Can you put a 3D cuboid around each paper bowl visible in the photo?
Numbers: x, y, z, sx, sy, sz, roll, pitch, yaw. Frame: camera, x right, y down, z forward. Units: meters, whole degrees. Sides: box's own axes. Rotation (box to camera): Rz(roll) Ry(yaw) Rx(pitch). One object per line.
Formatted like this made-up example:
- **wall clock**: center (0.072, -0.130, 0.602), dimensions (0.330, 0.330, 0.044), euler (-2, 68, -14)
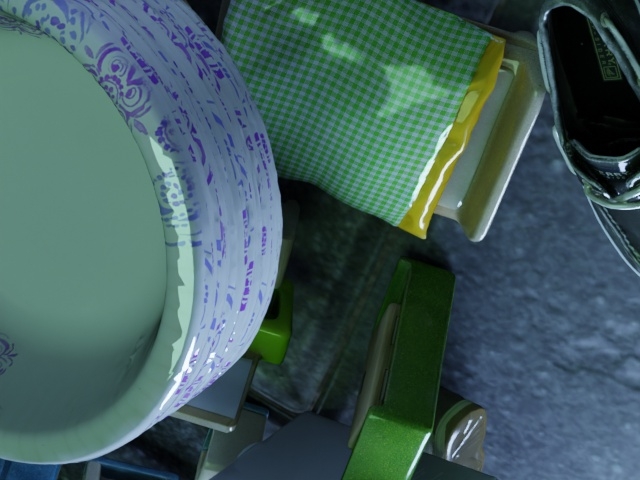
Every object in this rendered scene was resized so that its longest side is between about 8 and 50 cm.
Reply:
- **paper bowl**: center (-0.152, -0.027, 0.780), dimensions (0.284, 0.148, 0.284), euler (9, 110, 25)

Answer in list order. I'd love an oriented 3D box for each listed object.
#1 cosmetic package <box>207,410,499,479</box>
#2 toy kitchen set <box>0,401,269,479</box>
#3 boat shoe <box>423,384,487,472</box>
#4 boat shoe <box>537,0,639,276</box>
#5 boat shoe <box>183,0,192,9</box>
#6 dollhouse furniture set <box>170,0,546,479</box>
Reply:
- **cosmetic package**: center (0.024, 0.213, 0.976), dimensions (0.238, 0.127, 0.107), euler (7, 124, 58)
- **toy kitchen set**: center (-0.161, 0.166, 1.145), dimensions (0.207, 0.122, 0.166), euler (15, 134, -7)
- **boat shoe**: center (0.090, 0.154, 1.007), dimensions (0.049, 0.056, 0.152), euler (46, 150, 28)
- **boat shoe**: center (0.169, -0.053, 0.771), dimensions (0.078, 0.070, 0.219), euler (-7, 121, 35)
- **boat shoe**: center (-0.143, -0.194, 0.835), dimensions (0.089, 0.104, 0.285), euler (-5, 134, 24)
- **dollhouse furniture set**: center (0.000, 0.000, 0.832), dimensions (0.198, 0.151, 0.301), euler (17, 133, 0)
